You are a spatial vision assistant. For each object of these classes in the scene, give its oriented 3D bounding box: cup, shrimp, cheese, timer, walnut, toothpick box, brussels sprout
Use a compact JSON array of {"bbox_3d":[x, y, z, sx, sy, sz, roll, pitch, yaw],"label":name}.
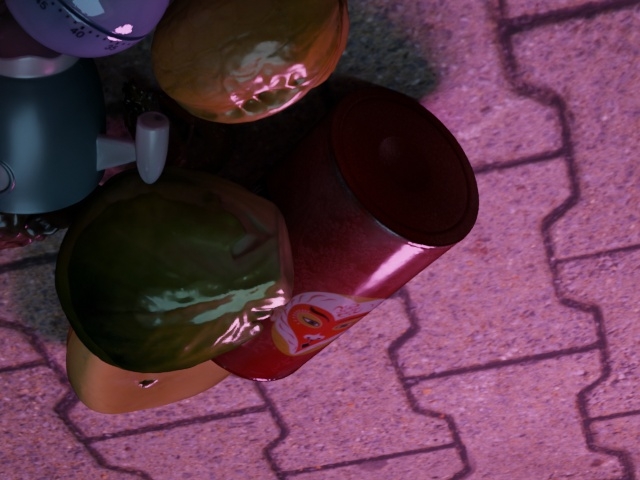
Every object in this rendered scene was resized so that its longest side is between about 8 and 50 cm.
[{"bbox_3d":[-0.290,-0.143,1.568,0.299,0.167,0.173,16,130,10],"label":"cup"},{"bbox_3d":[-0.161,-0.124,1.724,0.101,0.042,0.190,-36,141,7],"label":"shrimp"},{"bbox_3d":[-0.211,0.132,2.031,0.259,0.128,0.316,11,146,-28],"label":"cheese"},{"bbox_3d":[-0.173,-0.277,1.412,0.255,0.175,0.175,-43,140,2],"label":"timer"},{"bbox_3d":[-0.069,-0.195,1.522,0.206,0.159,0.159,-26,142,20],"label":"walnut"},{"bbox_3d":[0.000,0.000,1.789,0.204,0.204,0.333,17,142,-31],"label":"toothpick box"},{"bbox_3d":[-0.150,0.027,1.655,0.271,0.210,0.219,-9,117,23],"label":"brussels sprout"}]

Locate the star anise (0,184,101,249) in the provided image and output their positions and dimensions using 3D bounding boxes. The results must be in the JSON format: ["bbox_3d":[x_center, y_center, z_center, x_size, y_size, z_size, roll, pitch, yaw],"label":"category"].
[{"bbox_3d":[-0.403,-0.021,1.709,0.315,0.108,0.315,-19,-178,1],"label":"star anise"}]
